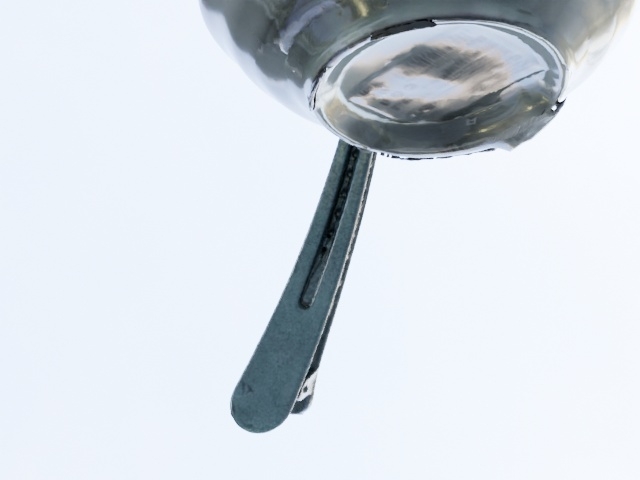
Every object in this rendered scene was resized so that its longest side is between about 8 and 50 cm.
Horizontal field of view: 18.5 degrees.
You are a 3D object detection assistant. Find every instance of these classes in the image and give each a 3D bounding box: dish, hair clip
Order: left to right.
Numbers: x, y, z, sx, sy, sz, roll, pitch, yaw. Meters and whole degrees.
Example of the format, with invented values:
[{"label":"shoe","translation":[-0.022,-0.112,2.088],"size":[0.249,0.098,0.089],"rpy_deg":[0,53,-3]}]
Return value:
[{"label":"hair clip","translation":[0.000,0.000,1.379],"size":[0.083,0.048,0.275],"rpy_deg":[-11,-60,-68]},{"label":"dish","translation":[0.063,-0.112,1.089],"size":[0.260,0.260,0.085],"rpy_deg":[18,-125,-38]}]
